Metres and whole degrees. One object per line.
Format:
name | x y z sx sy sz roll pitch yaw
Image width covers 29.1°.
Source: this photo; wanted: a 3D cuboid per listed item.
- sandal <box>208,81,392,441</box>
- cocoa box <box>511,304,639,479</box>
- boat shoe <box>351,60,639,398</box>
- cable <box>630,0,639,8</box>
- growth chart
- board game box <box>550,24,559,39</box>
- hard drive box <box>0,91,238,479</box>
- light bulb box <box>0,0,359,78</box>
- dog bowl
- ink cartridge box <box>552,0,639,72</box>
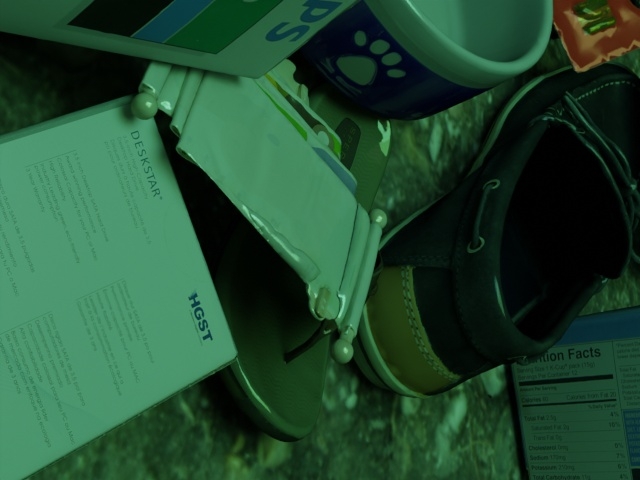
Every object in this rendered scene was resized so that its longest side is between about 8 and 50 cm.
sandal | -0.001 -0.002 0.905 0.120 0.086 0.303 38 56 -35
cocoa box | 0.374 0.165 1.159 0.347 0.231 0.228 -4 84 -47
boat shoe | 0.209 -0.029 1.086 0.500 0.156 0.187 -38 108 -45
cable | 0.319 -0.280 1.309 0.184 0.047 0.150 -10 96 -59
growth chart | -0.030 -0.055 0.812 0.237 0.021 0.172 51 34 -20
board game box | 0.224 -0.315 1.253 0.126 0.026 0.186 32 60 -38
hard drive box | -0.178 0.033 0.708 0.232 0.089 0.181 -26 100 -46
light bulb box | -0.136 -0.312 0.660 0.361 0.225 0.358 5 64 -42
dog bowl | 0.067 -0.233 0.980 0.265 0.104 0.265 25 53 -39
ink cartridge box | 0.299 -0.389 1.152 0.308 0.091 0.385 -23 90 -19
